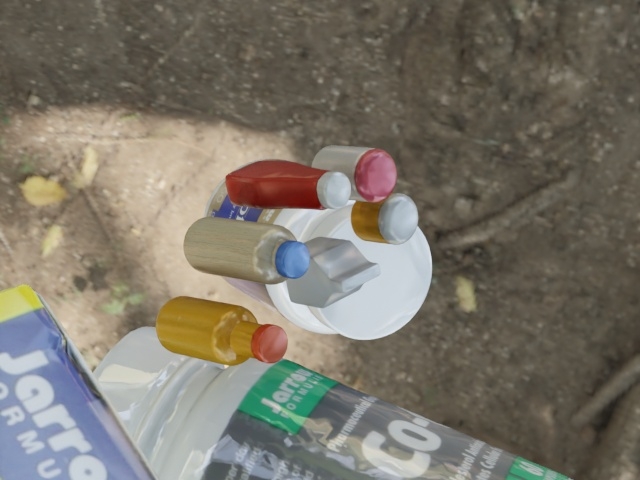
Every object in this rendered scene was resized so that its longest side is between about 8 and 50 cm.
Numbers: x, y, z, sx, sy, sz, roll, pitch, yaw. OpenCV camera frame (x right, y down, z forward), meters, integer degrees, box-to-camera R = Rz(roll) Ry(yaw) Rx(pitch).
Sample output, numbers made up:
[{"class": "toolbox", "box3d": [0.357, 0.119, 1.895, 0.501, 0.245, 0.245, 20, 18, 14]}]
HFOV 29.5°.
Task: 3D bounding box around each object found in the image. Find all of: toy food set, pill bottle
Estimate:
[{"class": "toy food set", "box3d": [0.000, 0.000, 0.839, 0.232, 0.104, 0.111, -24, 111, -39]}, {"class": "pill bottle", "box3d": [-0.003, 0.207, 0.897, 0.204, 0.361, 0.204, 21, 90, -76]}, {"class": "pill bottle", "box3d": [-0.007, 0.007, 1.224, 0.153, 0.264, 0.153, -6, 103, -25]}]

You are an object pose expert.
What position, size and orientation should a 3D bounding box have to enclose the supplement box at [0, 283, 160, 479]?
[{"class": "supplement box", "box3d": [-0.177, 0.215, 0.441, 0.195, 0.194, 0.356, -22, 155, -41]}]
